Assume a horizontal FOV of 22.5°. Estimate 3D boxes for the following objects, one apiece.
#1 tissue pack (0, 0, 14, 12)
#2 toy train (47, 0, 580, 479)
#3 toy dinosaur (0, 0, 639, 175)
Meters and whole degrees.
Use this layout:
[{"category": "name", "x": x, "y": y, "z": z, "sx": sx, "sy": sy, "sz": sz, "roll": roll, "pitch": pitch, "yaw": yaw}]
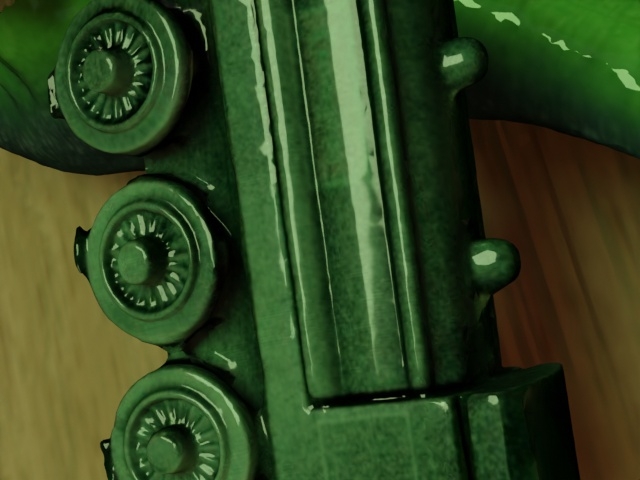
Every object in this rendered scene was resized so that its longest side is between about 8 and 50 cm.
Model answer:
[{"category": "tissue pack", "x": -0.211, "y": -0.184, "z": 0.523, "sx": 0.325, "sy": 0.071, "sz": 0.170, "roll": 16, "pitch": 94, "yaw": 31}, {"category": "toy train", "x": 0.000, "y": 0.000, "z": 0.391, "sx": 0.111, "sy": 0.071, "sz": 0.170, "roll": -8, "pitch": 89, "yaw": 26}, {"category": "toy dinosaur", "x": -0.077, "y": -0.031, "z": 0.520, "sx": 0.374, "sy": 0.144, "sz": 0.500, "roll": -42, "pitch": 54, "yaw": 23}]
